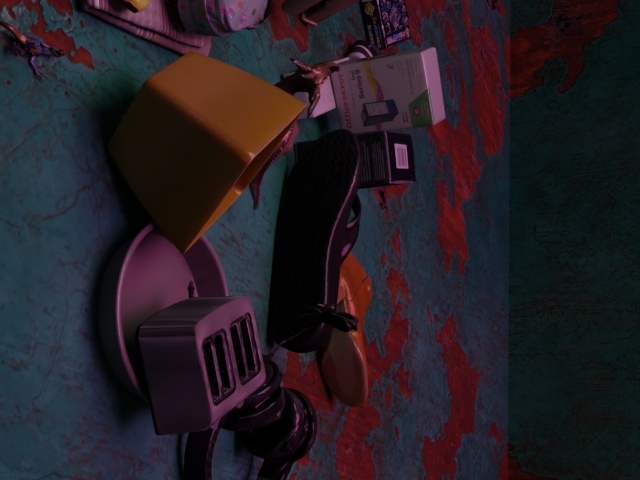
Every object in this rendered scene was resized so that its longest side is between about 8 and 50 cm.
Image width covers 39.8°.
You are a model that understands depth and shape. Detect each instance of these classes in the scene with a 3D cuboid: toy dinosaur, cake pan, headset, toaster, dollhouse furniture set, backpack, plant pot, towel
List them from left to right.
[{"bbox_3d":[-0.366,-0.254,1.147,0.082,0.047,0.090,-76,143,-71],"label":"toy dinosaur"},{"bbox_3d":[-0.262,-0.468,1.385,0.324,0.056,0.312,6,80,-65],"label":"towel"},{"bbox_3d":[-0.232,0.112,1.330,0.293,0.054,0.293,22,65,-61],"label":"cake pan"},{"bbox_3d":[-0.180,-0.149,1.294,0.187,0.212,0.212,39,36,-3],"label":"plant pot"},{"bbox_3d":[-0.170,0.164,1.259,0.168,0.110,0.186,-28,110,-64],"label":"toaster"},{"bbox_3d":[-0.154,-0.399,1.425,0.182,0.115,0.152,-44,128,-52],"label":"backpack"},{"bbox_3d":[-0.075,0.280,1.470,0.243,0.185,0.394,56,49,-46],"label":"headset"},{"bbox_3d":[-0.076,-0.210,1.549,0.127,0.200,0.296,43,48,-54],"label":"toy dinosaur"},{"bbox_3d":[-0.048,-0.554,1.805,0.242,0.161,0.212,17,68,-39],"label":"dollhouse furniture set"}]

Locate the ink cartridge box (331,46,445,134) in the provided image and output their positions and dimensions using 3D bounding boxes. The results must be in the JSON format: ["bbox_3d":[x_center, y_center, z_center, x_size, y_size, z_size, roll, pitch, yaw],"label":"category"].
[{"bbox_3d":[0.142,-0.313,1.871,0.093,0.212,0.154,-37,120,-58],"label":"ink cartridge box"}]

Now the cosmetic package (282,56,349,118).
[{"bbox_3d":[0.000,-0.327,1.891,0.239,0.060,0.099,-36,117,-61],"label":"cosmetic package"}]

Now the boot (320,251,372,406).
[{"bbox_3d":[0.070,0.181,1.886,0.211,0.104,0.295,-41,117,-59],"label":"boot"}]

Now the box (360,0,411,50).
[{"bbox_3d":[0.170,-0.595,2.309,0.220,0.051,0.175,-40,120,-60],"label":"box"}]

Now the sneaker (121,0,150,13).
[{"bbox_3d":[-0.240,-0.425,1.282,0.081,0.094,0.209,43,52,-56],"label":"sneaker"}]

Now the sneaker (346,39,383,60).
[{"bbox_3d":[0.136,-0.392,2.165,0.217,0.079,0.121,64,34,-34],"label":"sneaker"}]

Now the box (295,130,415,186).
[{"bbox_3d":[0.073,-0.161,1.842,0.153,0.207,0.108,-9,93,-63],"label":"box"}]

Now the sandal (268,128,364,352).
[{"bbox_3d":[-0.002,0.001,1.716,0.107,0.167,0.446,31,66,-52],"label":"sandal"}]
